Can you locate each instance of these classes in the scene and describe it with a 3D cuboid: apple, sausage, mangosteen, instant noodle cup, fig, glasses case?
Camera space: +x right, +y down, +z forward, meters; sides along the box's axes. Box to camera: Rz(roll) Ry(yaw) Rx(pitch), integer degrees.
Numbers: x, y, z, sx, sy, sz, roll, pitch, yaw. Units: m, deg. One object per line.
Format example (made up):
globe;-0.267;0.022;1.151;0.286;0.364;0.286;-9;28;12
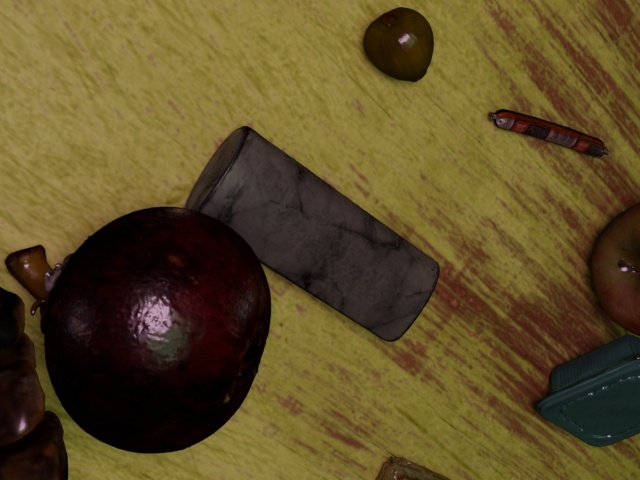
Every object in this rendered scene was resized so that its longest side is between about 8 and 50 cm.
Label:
apple;0.450;0.038;1.125;0.173;0.188;0.188;2;103;-37
sausage;0.286;-0.132;1.091;0.198;0.025;0.028;10;113;-28
mangosteen;-0.181;0.073;0.823;0.261;0.235;0.236;18;96;10
instant noodle cup;0.392;0.197;1.170;0.157;0.070;0.179;33;129;-30
fig;0.089;-0.207;0.949;0.074;0.074;0.088;-48;134;-8
glasses case;0.000;0.000;0.963;0.299;0.060;0.114;33;87;-29

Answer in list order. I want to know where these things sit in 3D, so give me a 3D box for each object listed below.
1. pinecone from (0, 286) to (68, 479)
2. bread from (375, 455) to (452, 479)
pinecone;-0.385;0.177;0.654;0.397;0.397;0.398;-7;106;-25
bread;0.109;0.384;1.096;0.138;0.102;0.196;24;90;-32
